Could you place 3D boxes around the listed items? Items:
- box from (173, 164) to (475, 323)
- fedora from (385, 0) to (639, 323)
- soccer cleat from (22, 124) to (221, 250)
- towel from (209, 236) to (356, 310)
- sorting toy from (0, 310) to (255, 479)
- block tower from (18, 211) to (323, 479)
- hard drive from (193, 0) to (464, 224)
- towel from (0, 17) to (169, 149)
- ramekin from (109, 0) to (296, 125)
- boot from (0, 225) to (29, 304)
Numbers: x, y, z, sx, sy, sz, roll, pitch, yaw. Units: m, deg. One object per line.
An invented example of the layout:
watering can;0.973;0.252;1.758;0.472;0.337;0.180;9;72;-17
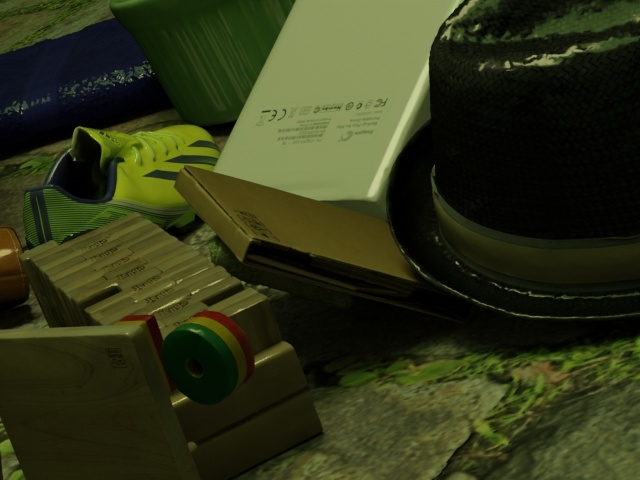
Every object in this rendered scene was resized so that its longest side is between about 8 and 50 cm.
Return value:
box;0.000;0.000;1.314;0.164;0.021;0.201;15;10;-20
fedora;0.190;-0.094;1.224;0.334;0.152;0.334;-13;37;10
soccer cleat;-0.160;-0.054;1.634;0.093;0.121;0.289;-11;20;25
towel;-0.020;0.014;1.346;0.110;0.027;0.148;18;10;0
sorting toy;-0.128;0.104;1.126;0.274;0.132;0.046;-5;22;39
block tower;-0.108;0.062;1.297;0.097;0.091;0.335;-25;19;-17
hard drive;0.033;-0.145;1.600;0.203;0.040;0.308;-2;54;43
towel;-0.270;-0.174;2.192;0.308;0.076;0.228;-16;25;11
ramekin;-0.046;-0.237;1.960;0.303;0.148;0.303;-23;14;6
boot;-0.361;0.028;1.648;0.220;0.109;0.283;-16;6;-12
